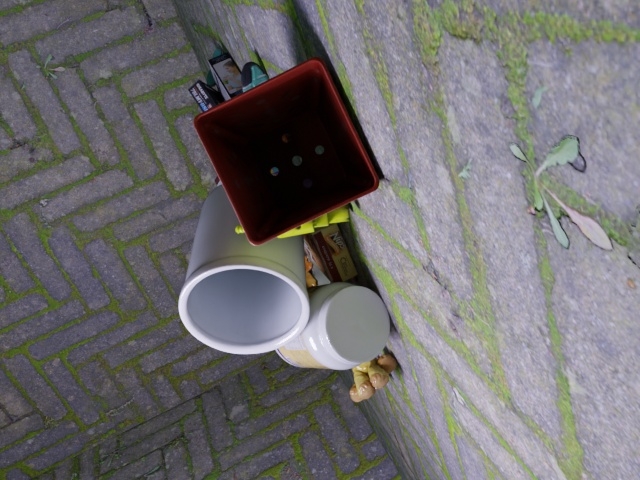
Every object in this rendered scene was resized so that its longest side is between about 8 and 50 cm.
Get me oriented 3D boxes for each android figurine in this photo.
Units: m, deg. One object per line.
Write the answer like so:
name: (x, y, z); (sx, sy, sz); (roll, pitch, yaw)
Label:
android figurine: (-0.065, -0.052, 1.371); (0.248, 0.272, 0.056); (-91, -8, -81)

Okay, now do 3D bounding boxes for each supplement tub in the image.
supplement tub: (0.020, 0.245, 1.640); (0.331, 0.241, 0.241); (-19, 97, 59)

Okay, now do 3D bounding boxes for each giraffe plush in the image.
giraffe plush: (0.121, 0.371, 1.790); (0.170, 0.181, 0.210); (45, -157, -4)

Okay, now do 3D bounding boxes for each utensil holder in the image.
utensil holder: (-0.200, 0.058, 1.573); (0.385, 0.327, 0.328); (-96, -10, -50)

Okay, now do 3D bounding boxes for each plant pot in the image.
plant pot: (-0.057, -0.171, 1.168); (0.236, 0.267, 0.267); (-54, -61, -84)

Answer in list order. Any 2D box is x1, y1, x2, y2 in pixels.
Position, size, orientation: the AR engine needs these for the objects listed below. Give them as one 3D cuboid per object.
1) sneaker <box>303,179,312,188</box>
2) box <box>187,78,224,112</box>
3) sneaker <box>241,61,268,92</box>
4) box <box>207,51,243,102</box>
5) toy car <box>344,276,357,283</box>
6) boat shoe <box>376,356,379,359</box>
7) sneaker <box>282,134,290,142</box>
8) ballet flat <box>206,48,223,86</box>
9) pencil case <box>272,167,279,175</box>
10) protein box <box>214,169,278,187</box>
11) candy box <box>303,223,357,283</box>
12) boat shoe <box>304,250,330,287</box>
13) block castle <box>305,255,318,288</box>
sneaker: (-0.039, -0.134, 1.519); (0.283, 0.124, 0.107); (107, 138, -78)
box: (-0.353, -0.459, 2.251); (0.293, 0.073, 0.295); (58, -167, 14)
sneaker: (-0.178, -0.421, 1.695); (0.098, 0.083, 0.224); (-121, 8, -61)
box: (-0.309, -0.537, 2.121); (0.290, 0.087, 0.169); (60, 170, 31)
toy car: (0.103, 0.153, 1.784); (0.122, 0.040, 0.060); (66, 171, -10)
boat shoe: (0.159, 0.427, 2.053); (0.096, 0.098, 0.277); (67, 172, -23)
sneaker: (-0.126, -0.290, 1.795); (0.064, 0.067, 0.175); (67, 170, -3)
ballet flat: (-0.407, -0.672, 2.264); (0.052, 0.057, 0.168); (60, -139, -73)
pencil case: (-0.165, -0.304, 2.003); (0.070, 0.064, 0.152); (-29, 86, 57)
protein box: (-0.261, -0.235, 2.153); (0.136, 0.199, 0.201); (64, 152, 5)
candy box: (0.000, 0.000, 1.803); (0.183, 0.087, 0.316); (67, 170, -21)
boat shoe: (-0.014, 0.104, 2.247); (0.069, 0.081, 0.228); (-124, 19, -53)
block castle: (-0.112, 0.131, 2.055); (0.453, 0.213, 0.303); (48, -177, 12)
